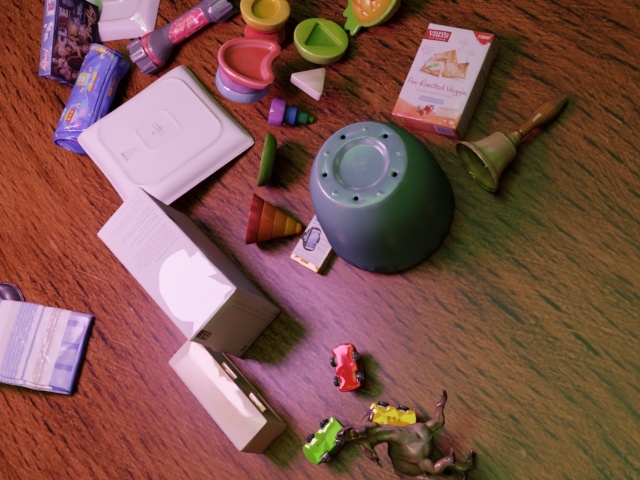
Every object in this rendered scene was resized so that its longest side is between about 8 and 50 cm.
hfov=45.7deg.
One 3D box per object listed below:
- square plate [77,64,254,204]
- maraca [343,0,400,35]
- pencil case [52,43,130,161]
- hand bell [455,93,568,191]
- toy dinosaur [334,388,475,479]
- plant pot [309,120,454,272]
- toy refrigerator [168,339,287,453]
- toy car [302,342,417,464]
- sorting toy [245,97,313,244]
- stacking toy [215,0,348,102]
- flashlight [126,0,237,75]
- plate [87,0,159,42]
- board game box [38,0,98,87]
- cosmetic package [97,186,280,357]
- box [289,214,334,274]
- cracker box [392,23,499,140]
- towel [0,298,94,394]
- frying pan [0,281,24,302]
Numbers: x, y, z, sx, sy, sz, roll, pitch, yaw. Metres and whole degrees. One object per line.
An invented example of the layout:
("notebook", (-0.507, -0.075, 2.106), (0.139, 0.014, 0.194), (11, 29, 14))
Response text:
("square plate", (-0.397, -0.261, 1.897), (0.344, 0.049, 0.347), (-37, 62, -10))
("maraca", (0.119, -0.560, 1.797), (0.186, 0.099, 0.127), (-23, 59, 45))
("pencil case", (-0.611, -0.374, 2.042), (0.133, 0.119, 0.306), (6, 75, 43))
("hand bell", (0.411, -0.220, 1.560), (0.242, 0.126, 0.126), (-37, 61, -6))
("toy dinosaur", (0.164, 0.398, 1.401), (0.200, 0.295, 0.127), (-17, 28, 23))
("plant pot", (0.110, -0.106, 1.546), (0.293, 0.235, 0.292), (-6, 69, 16))
("toy refrigerator", (-0.197, 0.325, 1.629), (0.094, 0.102, 0.269), (-48, 60, 2))
("toy car", (0.056, 0.358, 1.531), (0.225, 0.053, 0.239), (-47, 60, 3))
("sorting toy", (-0.083, -0.154, 1.761), (0.126, 0.127, 0.365), (11, 73, -3))
("stacking toy", (-0.096, -0.429, 1.828), (0.280, 0.130, 0.308), (20, 57, 1))
("flashlight", (-0.362, -0.553, 2.007), (0.304, 0.103, 0.103), (-29, 90, 12))
("plate", (-0.581, -0.706, 2.187), (0.277, 0.045, 0.277), (0, 73, 25))
("board game box", (-0.688, -0.549, 2.083), (0.042, 0.165, 0.243), (3, 88, 25))
("cosmetic package", (-0.294, 0.072, 1.696), (0.385, 0.217, 0.156), (40, 92, 28))
("box", (0.000, 0.000, 1.695), (0.081, 0.028, 0.136), (29, 84, 29))
("cracker box", (0.275, -0.350, 1.668), (0.156, 0.067, 0.232), (18, 80, 28))
("towel", (-0.718, 0.263, 1.897), (0.285, 0.034, 0.209), (7, 74, 14))
("frying pan", (-0.842, 0.252, 1.978), (0.197, 0.053, 0.326), (-34, 59, 11))
